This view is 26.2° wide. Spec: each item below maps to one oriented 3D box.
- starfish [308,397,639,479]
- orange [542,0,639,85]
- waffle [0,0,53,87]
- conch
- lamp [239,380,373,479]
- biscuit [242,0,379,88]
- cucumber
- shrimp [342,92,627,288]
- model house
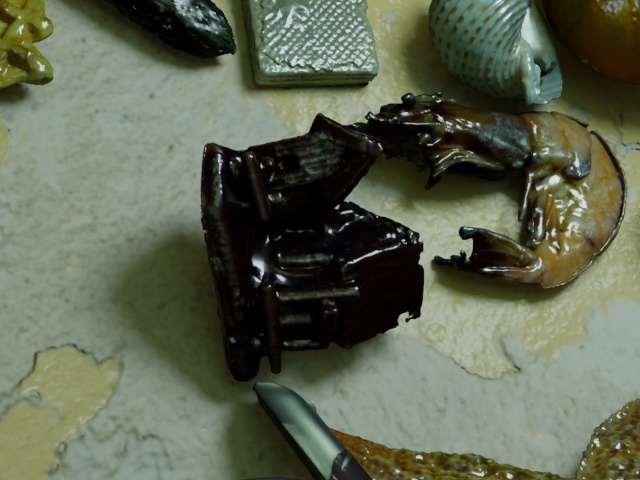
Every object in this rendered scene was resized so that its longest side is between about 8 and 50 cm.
[{"bbox_3d":[0.175,0.262,1.086,0.384,0.132,0.398,6,61,-10],"label":"starfish"},{"bbox_3d":[0.316,-0.267,1.309,0.240,0.240,0.171,58,20,13],"label":"orange"},{"bbox_3d":[-0.352,-0.202,1.163,0.238,0.059,0.243,-13,72,-21],"label":"waffle"},{"bbox_3d":[0.164,-0.194,1.297,0.135,0.102,0.153,-15,91,-50],"label":"conch"},{"bbox_3d":[-0.098,0.197,1.010,0.283,0.124,0.203,-25,37,-12],"label":"lamp"},{"bbox_3d":[-0.017,-0.239,1.295,0.121,0.040,0.199,-3,68,-17],"label":"biscuit"},{"bbox_3d":[-0.178,-0.241,1.231,0.245,0.067,0.067,39,61,2],"label":"cucumber"},{"bbox_3d":[0.154,-0.041,1.248,0.289,0.075,0.178,7,66,-29],"label":"shrimp"},{"bbox_3d":[-0.002,-0.001,1.111,0.164,0.203,0.141,-3,29,10],"label":"model house"}]
